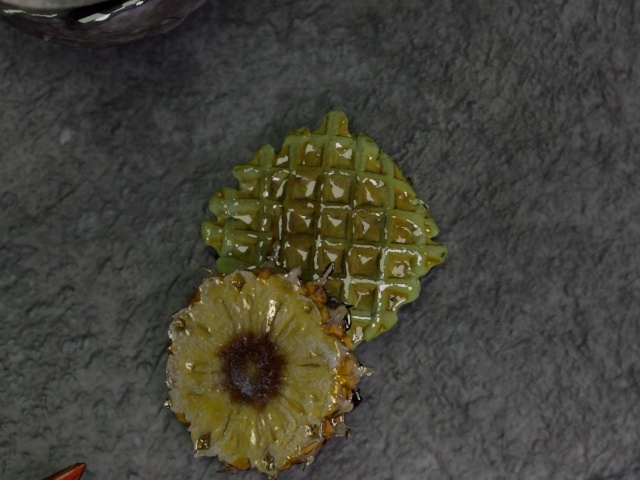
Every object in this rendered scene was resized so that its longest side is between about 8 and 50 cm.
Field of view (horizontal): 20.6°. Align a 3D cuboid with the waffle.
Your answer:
[{"bbox_3d":[0.000,0.000,1.635,0.208,0.054,0.214,-40,75,1],"label":"waffle"}]

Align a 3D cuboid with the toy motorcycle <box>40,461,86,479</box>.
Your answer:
[{"bbox_3d":[-0.318,0.322,1.566,0.298,0.089,0.171,-25,74,-2],"label":"toy motorcycle"}]

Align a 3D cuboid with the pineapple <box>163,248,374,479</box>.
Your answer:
[{"bbox_3d":[-0.053,0.111,1.584,0.221,0.047,0.221,0,91,21],"label":"pineapple"}]

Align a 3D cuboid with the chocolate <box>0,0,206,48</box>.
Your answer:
[{"bbox_3d":[-0.213,-0.297,1.650,0.303,0.213,0.303,-2,72,5],"label":"chocolate"}]
